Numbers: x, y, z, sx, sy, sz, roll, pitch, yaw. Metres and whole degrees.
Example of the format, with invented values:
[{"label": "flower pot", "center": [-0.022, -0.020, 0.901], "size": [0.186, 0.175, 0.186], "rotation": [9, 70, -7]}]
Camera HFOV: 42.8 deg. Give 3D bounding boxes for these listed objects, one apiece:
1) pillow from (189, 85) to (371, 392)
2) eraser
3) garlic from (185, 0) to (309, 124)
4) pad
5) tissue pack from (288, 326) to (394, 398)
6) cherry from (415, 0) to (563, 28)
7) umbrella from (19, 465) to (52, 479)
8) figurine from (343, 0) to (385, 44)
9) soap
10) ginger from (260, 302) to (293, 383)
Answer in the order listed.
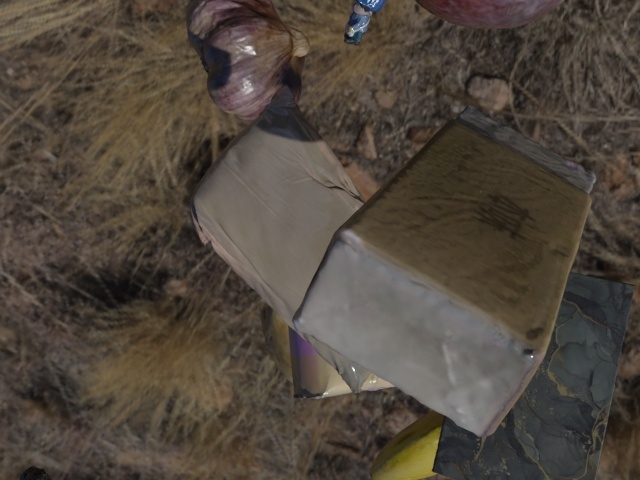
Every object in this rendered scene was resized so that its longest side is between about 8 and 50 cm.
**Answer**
[{"label": "pillow", "center": [0.000, 0.000, 0.817], "size": [0.270, 0.173, 0.067], "rotation": [44, 180, -3]}, {"label": "eraser", "center": [0.116, -0.005, 0.613], "size": [0.144, 0.343, 0.078], "rotation": [30, 121, 9]}, {"label": "garlic", "center": [-0.100, -0.294, 1.269], "size": [0.160, 0.245, 0.245], "rotation": [-17, 129, 20]}, {"label": "pad", "center": [0.333, 0.223, 1.284], "size": [0.247, 0.368, 0.007], "rotation": [12, 179, 19]}, {"label": "tissue pack", "center": [0.050, 0.112, 1.291], "size": [0.215, 0.257, 0.123], "rotation": [-1, 170, -29]}, {"label": "cherry", "center": [0.208, -0.366, 0.992], "size": [0.236, 0.213, 0.285], "rotation": [-17, 165, 9]}, {"label": "umbrella", "center": [-0.397, 0.399, 1.239], "size": [0.188, 0.046, 0.050], "rotation": [22, 120, 41]}, {"label": "figurine", "center": [0.093, -0.475, 1.707], "size": [0.079, 0.077, 0.136], "rotation": [5, 132, -2]}, {"label": "soap", "center": [0.289, 0.367, 1.592], "size": [0.427, 0.115, 0.306], "rotation": [-14, 160, -27]}, {"label": "ginger", "center": [-0.043, 0.204, 1.700], "size": [0.267, 0.152, 0.138], "rotation": [49, 173, -4]}]
